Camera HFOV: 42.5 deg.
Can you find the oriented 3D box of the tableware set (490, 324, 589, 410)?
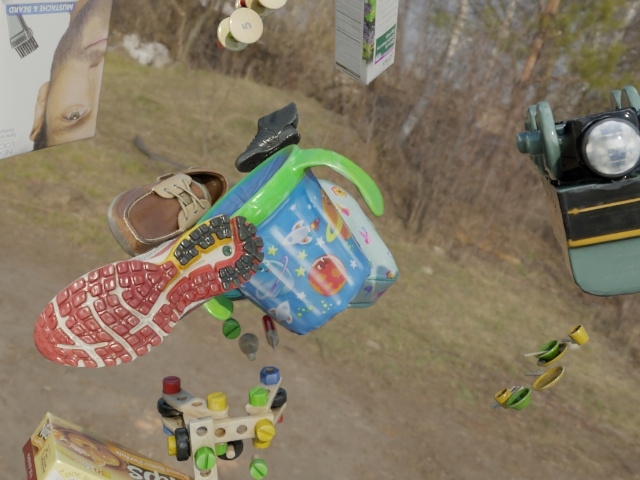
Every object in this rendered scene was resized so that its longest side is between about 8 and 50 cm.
[{"bbox_3d":[0.280,0.162,1.048,0.024,0.154,0.104,53,-15,-1],"label":"tableware set"}]

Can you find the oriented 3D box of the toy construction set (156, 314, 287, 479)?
[{"bbox_3d":[-0.156,0.303,1.505,0.257,0.309,0.237,21,9,-14],"label":"toy construction set"}]

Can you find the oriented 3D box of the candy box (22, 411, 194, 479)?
[{"bbox_3d":[-0.342,0.425,1.406,0.316,0.087,0.183,35,-1,-26],"label":"candy box"}]

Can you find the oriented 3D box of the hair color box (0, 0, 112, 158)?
[{"bbox_3d":[-0.372,-0.288,1.064,0.110,0.339,0.185,31,31,22],"label":"hair color box"}]

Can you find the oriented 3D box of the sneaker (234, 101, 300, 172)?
[{"bbox_3d":[-0.106,-0.204,1.624,0.089,0.170,0.051,55,-9,33],"label":"sneaker"}]

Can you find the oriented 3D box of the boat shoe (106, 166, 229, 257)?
[{"bbox_3d":[-0.253,-0.065,1.411,0.123,0.116,0.324,56,22,-8],"label":"boat shoe"}]

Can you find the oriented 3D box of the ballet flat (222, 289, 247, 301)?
[{"bbox_3d":[-0.141,0.098,1.692,0.203,0.074,0.074,-9,2,20],"label":"ballet flat"}]

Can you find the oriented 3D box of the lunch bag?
[{"bbox_3d":[0.000,0.000,1.563,0.224,0.108,0.279,1,46,-42],"label":"lunch bag"}]

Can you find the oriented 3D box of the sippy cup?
[{"bbox_3d":[-0.051,0.013,1.245,0.224,0.240,0.305,49,-27,-14],"label":"sippy cup"}]

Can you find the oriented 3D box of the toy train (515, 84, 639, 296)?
[{"bbox_3d":[0.286,-0.057,0.854,0.142,0.190,0.334,-10,5,12],"label":"toy train"}]

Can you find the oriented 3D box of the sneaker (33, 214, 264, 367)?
[{"bbox_3d":[-0.160,0.053,0.776,0.225,0.088,0.093,-26,2,-29],"label":"sneaker"}]

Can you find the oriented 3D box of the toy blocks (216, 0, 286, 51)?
[{"bbox_3d":[-0.120,-0.340,1.273,0.054,0.123,0.148,39,-15,-19],"label":"toy blocks"}]

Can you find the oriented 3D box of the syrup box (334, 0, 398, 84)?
[{"bbox_3d":[0.091,-0.437,1.634,0.096,0.237,0.093,35,61,25],"label":"syrup box"}]
